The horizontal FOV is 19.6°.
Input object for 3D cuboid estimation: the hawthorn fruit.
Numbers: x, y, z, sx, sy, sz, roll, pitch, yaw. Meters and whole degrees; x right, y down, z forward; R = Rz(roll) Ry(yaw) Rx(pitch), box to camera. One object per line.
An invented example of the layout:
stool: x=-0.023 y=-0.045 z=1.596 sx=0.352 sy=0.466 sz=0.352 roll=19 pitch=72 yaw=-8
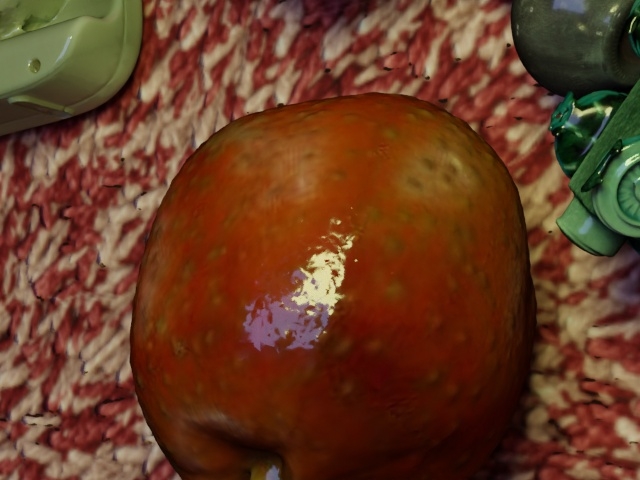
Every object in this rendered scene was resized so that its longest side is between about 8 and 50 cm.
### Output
hawthorn fruit: x=0.004 y=0.061 z=1.181 sx=0.275 sy=0.275 sz=0.300 roll=-3 pitch=47 yaw=30

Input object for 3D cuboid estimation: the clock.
clock: x=-0.283 y=-0.245 z=1.495 sx=0.265 sy=0.108 sz=0.324 roll=-14 pitch=76 yaw=29

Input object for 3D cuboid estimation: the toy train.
toy train: x=0.244 y=-0.062 z=1.125 sx=0.203 sy=0.163 sz=0.112 roll=-56 pitch=21 yaw=14

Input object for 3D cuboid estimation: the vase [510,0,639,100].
vase: x=0.155 y=-0.167 z=1.230 sx=0.183 sy=0.120 sz=0.120 roll=37 pitch=103 yaw=45
